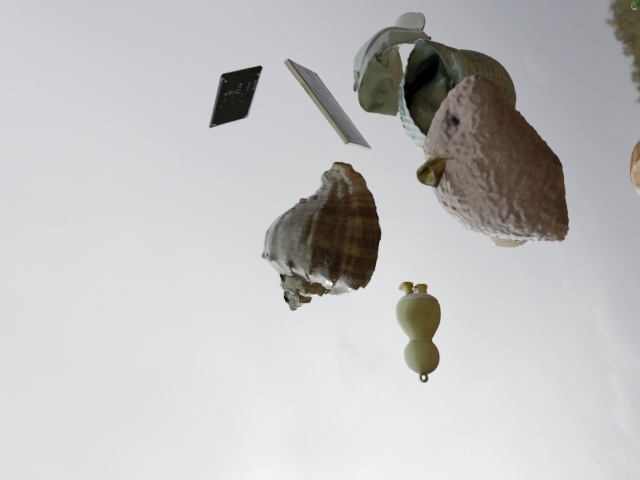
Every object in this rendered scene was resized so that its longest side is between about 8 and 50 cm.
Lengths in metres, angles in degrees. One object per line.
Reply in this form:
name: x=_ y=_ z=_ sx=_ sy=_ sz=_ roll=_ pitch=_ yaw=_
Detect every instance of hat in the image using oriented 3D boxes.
hat: x=0.181 y=-0.515 z=1.662 sx=0.168 sy=0.258 sz=0.301 roll=16 pitch=-131 yaw=-6

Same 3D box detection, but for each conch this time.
conch: x=-0.014 y=0.003 z=1.110 sx=0.159 sy=0.210 sz=0.291 roll=0 pitch=-68 yaw=-32
conch: x=0.307 y=-0.331 z=1.483 sx=0.319 sy=0.215 sz=0.303 roll=31 pitch=-105 yaw=-14

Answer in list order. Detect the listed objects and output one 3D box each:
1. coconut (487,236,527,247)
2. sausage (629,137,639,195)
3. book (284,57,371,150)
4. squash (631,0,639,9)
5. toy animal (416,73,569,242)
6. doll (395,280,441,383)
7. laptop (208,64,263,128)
coconut: x=0.646 y=-0.104 z=2.068 sx=0.237 sy=0.197 sz=0.237 roll=9 pitch=-100 yaw=-64
sausage: x=0.475 y=-0.126 z=0.702 sx=0.120 sy=0.241 sz=0.136 roll=60 pitch=176 yaw=-7
book: x=0.026 y=-0.377 z=1.716 sx=0.295 sy=0.020 sz=0.208 roll=55 pitch=-161 yaw=10
squash: x=0.699 y=-0.510 z=1.282 sx=0.027 sy=0.089 sz=0.027 roll=-21 pitch=-90 yaw=-76
toy animal: x=0.335 y=-0.128 z=1.187 sx=0.358 sy=0.226 sz=0.188 roll=56 pitch=-161 yaw=14
doll: x=0.281 y=0.261 z=1.746 sx=0.141 sy=0.117 sz=0.296 roll=13 pitch=-113 yaw=-24
laptop: x=-0.219 y=-0.367 z=1.565 sx=0.129 sy=0.180 sz=0.016 roll=-24 pitch=-113 yaw=-34
